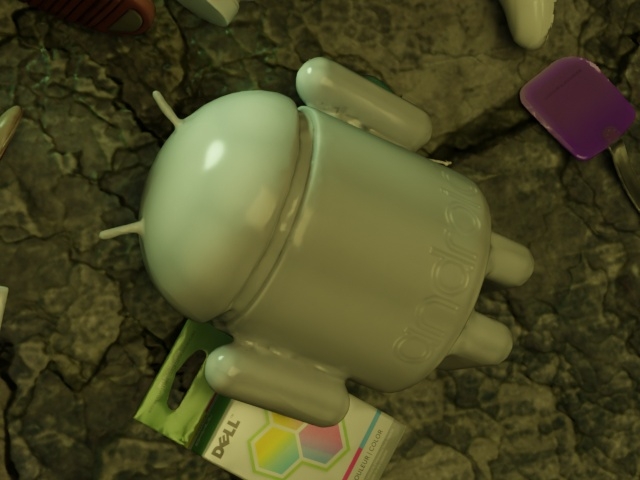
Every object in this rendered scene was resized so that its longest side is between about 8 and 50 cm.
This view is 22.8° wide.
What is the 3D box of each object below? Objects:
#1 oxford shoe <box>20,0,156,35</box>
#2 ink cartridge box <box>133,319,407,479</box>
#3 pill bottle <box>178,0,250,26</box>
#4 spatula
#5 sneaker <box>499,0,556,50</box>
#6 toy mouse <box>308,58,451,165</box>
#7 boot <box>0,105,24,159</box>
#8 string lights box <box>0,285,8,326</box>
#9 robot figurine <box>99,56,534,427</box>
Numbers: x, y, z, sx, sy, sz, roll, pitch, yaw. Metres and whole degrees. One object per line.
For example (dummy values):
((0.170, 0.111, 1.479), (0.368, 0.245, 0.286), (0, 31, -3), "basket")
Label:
((-0.264, -0.304, 1.306), (0.348, 0.123, 0.130), (36, 61, -20), "oxford shoe")
((-0.043, 0.159, 1.383), (0.209, 0.062, 0.109), (30, 81, -13), "ink cartridge box")
((-0.066, -0.264, 1.378), (0.086, 0.086, 0.152), (35, 80, -13), "pill bottle")
((0.304, -0.046, 1.508), (0.084, 0.030, 0.296), (-40, 99, -16), "spatula")
((0.164, -0.287, 1.456), (0.094, 0.090, 0.235), (-7, 87, -4), "sneaker")
((0.026, -0.101, 1.427), (0.161, 0.031, 0.143), (-26, 96, -15), "toy mouse")
((-0.311, -0.077, 1.324), (0.087, 0.042, 0.118), (28, 81, -12), "boot")
((-0.386, 0.047, 1.249), (0.259, 0.133, 0.077), (13, 85, -16), "string lights box")
((0.000, 0.000, 1.322), (0.353, 0.200, 0.300), (22, 71, -19), "robot figurine")
